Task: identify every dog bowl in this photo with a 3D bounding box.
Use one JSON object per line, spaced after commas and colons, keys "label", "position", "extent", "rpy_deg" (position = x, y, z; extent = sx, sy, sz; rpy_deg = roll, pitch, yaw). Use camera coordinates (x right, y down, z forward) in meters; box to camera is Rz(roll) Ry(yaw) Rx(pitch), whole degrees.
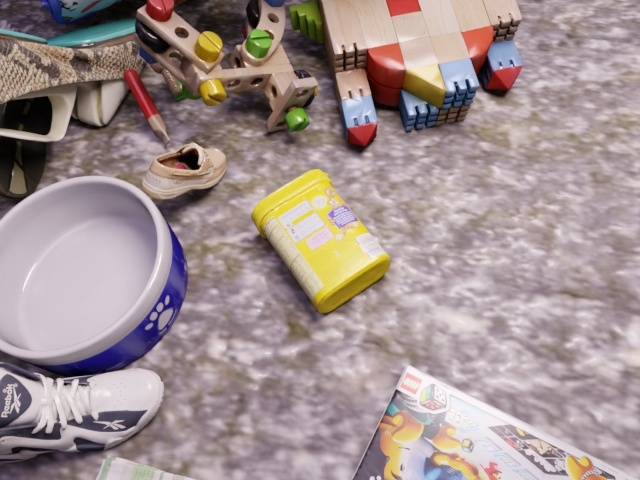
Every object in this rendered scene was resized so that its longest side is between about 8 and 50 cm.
{"label": "dog bowl", "position": [-0.324, 0.047, 0.731], "extent": [0.264, 0.104, 0.265], "rpy_deg": [-3, 62, 6]}

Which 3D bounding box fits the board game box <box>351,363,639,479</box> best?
{"label": "board game box", "position": [0.188, 0.288, 0.559], "extent": [0.305, 0.053, 0.193], "rpy_deg": [23, 67, 19]}

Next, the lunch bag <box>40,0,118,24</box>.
{"label": "lunch bag", "position": [-0.370, -0.544, 0.896], "extent": [0.327, 0.239, 0.385], "rpy_deg": [-33, 52, -13]}

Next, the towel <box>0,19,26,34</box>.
{"label": "towel", "position": [-0.703, -0.237, 0.935], "extent": [0.316, 0.053, 0.332], "rpy_deg": [-7, 58, 18]}

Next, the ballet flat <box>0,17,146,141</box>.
{"label": "ballet flat", "position": [-0.421, -0.253, 0.836], "extent": [0.163, 0.182, 0.483], "rpy_deg": [4, 23, 18]}

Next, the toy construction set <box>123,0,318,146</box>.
{"label": "toy construction set", "position": [-0.150, -0.243, 0.822], "extent": [0.308, 0.257, 0.237], "rpy_deg": [-30, 87, 30]}

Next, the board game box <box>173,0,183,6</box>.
{"label": "board game box", "position": [-0.274, -0.599, 1.069], "extent": [0.124, 0.039, 0.260], "rpy_deg": [-18, 64, 28]}

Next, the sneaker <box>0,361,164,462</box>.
{"label": "sneaker", "position": [-0.318, 0.194, 0.622], "extent": [0.234, 0.153, 0.094], "rpy_deg": [-9, 62, 3]}

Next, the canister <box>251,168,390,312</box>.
{"label": "canister", "position": [0.000, 0.000, 0.731], "extent": [0.126, 0.073, 0.170], "rpy_deg": [-32, 64, -10]}

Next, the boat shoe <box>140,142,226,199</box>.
{"label": "boat shoe", "position": [-0.189, -0.111, 0.782], "extent": [0.063, 0.059, 0.170], "rpy_deg": [34, 33, 8]}

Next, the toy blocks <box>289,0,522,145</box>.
{"label": "toy blocks", "position": [0.160, -0.298, 0.831], "extent": [0.380, 0.191, 0.261], "rpy_deg": [-12, 72, -1]}

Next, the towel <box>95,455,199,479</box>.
{"label": "towel", "position": [-0.200, 0.325, 0.614], "extent": [0.151, 0.023, 0.113], "rpy_deg": [9, 66, 10]}

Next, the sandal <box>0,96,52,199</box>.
{"label": "sandal", "position": [-0.512, -0.208, 0.894], "extent": [0.086, 0.120, 0.303], "rpy_deg": [-7, 61, 22]}
